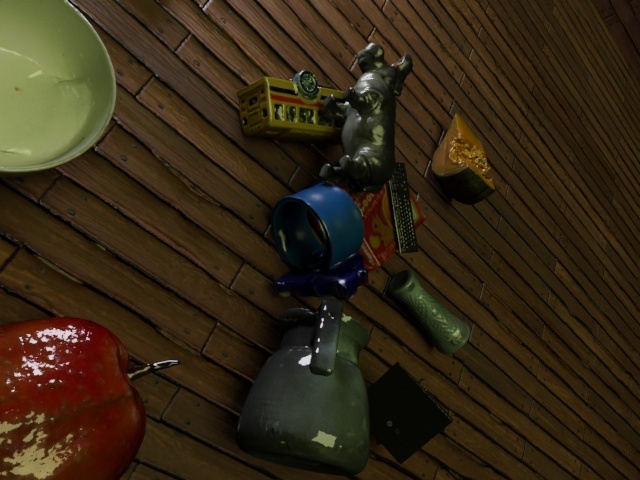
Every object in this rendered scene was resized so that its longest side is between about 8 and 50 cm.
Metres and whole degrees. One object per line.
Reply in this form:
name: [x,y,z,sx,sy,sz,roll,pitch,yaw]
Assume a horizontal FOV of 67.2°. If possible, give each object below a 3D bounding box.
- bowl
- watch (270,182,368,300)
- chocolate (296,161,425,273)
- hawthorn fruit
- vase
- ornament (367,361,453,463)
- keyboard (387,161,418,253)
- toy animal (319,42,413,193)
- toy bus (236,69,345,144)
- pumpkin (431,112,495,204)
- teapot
bowl: [-0.435,-0.207,0.644,0.277,0.145,0.277,8,77,-36]
watch: [-0.001,-0.001,0.916,0.171,0.196,0.200,-28,105,-48]
chocolate: [0.101,-0.070,1.062,0.237,0.108,0.235,-39,104,-35]
hawthorn fruit: [-0.312,0.207,0.580,0.300,0.254,0.254,-17,91,-27]
vase: [0.252,0.166,1.143,0.219,0.096,0.096,46,57,-19]
ornament: [0.190,0.347,1.052,0.153,0.166,0.196,47,19,14]
keyboard: [0.177,-0.073,1.047,0.067,0.011,0.202,-3,82,-39]
toy animal: [0.098,-0.261,0.955,0.168,0.106,0.343,27,69,-34]
toy bus: [-0.002,-0.269,1.015,0.335,0.121,0.123,-4,88,-39]
pumpkin: [0.375,-0.210,1.308,0.131,0.126,0.248,30,44,-21]
teapot: [-0.025,0.220,0.821,0.305,0.223,0.285,56,38,-48]
